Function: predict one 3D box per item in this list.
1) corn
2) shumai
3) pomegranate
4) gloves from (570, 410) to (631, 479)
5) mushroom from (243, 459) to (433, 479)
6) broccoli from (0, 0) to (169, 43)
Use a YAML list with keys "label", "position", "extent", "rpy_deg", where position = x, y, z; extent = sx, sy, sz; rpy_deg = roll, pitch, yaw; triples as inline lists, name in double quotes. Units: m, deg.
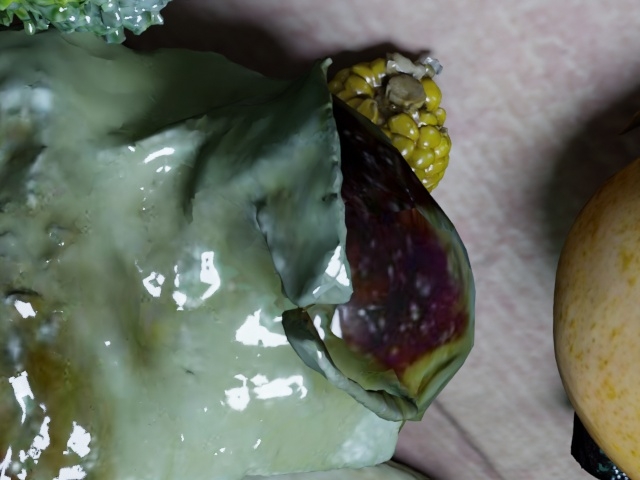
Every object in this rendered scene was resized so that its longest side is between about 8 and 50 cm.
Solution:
- label: "corn"
  position: [0.002, 0.003, 1.104]
  extent: [0.102, 0.102, 0.313]
  rpy_deg: [14, 134, -15]
- label: "shumai"
  position: [-0.084, 0.042, 0.921]
  extent: [0.348, 0.395, 0.395]
  rpy_deg: [-3, 135, 6]
- label: "pomegranate"
  position: [0.297, 0.035, 1.012]
  extent: [0.319, 0.319, 0.319]
  rpy_deg: [-1, 135, -1]
- label: "gloves"
  position: [0.259, 0.095, 1.221]
  extent: [0.129, 0.106, 0.180]
  rpy_deg: [12, 106, -15]
- label: "mushroom"
  position: [-0.024, 0.260, 1.355]
  extent: [0.344, 0.130, 0.247]
  rpy_deg: [0, 151, 1]
- label: "broccoli"
  position: [-0.086, -0.234, 0.716]
  extent: [0.277, 0.338, 0.317]
  rpy_deg: [-16, 119, 2]
